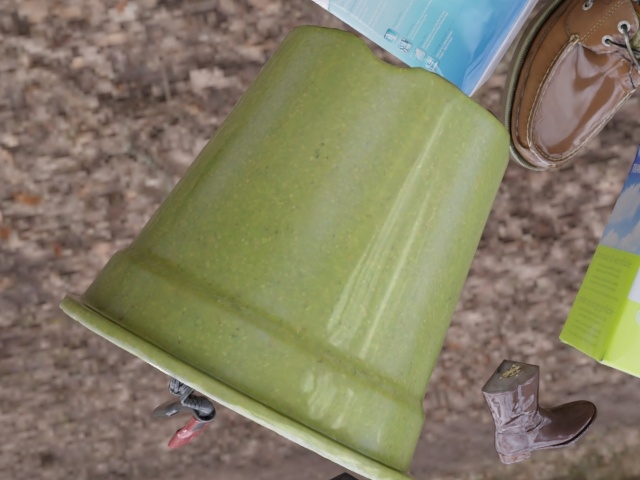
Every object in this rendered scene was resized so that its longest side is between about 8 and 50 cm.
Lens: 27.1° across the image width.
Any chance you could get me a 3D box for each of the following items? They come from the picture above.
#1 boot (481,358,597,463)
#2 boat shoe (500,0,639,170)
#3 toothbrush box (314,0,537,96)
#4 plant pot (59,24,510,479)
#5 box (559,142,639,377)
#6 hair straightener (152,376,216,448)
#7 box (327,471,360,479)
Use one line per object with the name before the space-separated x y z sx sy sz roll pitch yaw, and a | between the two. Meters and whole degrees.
boot | 0.194 0.138 1.168 0.106 0.037 0.114 -27 132 -12
boat shoe | 0.275 -0.199 1.228 0.111 0.307 0.104 28 -178 -27
toothbrush box | 0.139 -0.362 1.753 0.216 0.296 0.126 -60 173 33
plant pot | 0.000 0.000 0.932 0.276 0.253 0.276 27 175 3
box | 0.249 0.010 1.028 0.042 0.178 0.109 22 -178 -7
hair straightener | -0.151 0.163 1.383 0.047 0.089 0.230 -26 172 -14
box | 0.039 0.402 1.730 0.183 0.059 0.233 -19 -152 -37
